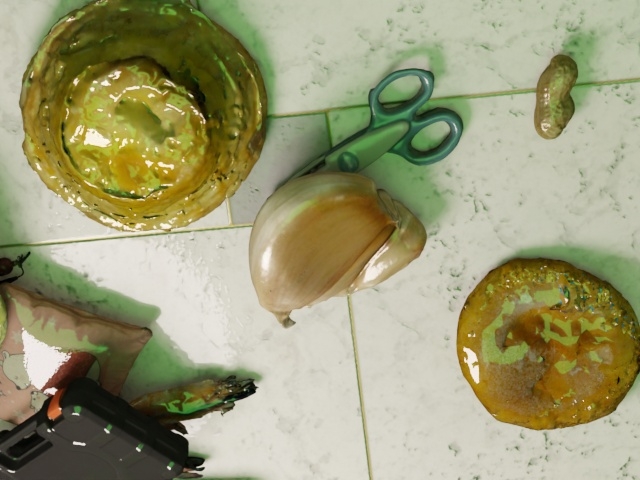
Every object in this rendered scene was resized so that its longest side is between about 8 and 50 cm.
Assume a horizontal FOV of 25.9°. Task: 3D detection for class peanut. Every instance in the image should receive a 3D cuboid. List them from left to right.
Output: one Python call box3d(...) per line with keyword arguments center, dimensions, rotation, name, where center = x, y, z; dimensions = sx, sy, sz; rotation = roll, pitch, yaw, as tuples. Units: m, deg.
box3d(center=(0.302, -0.184, 1.787), dimensions=(0.054, 0.054, 0.113), rotation=(7, 111, 1), name="peanut")

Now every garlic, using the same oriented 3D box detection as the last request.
box3d(center=(0.000, 0.000, 1.831), dimensions=(0.228, 0.110, 0.217), rotation=(-40, 135, 9), name="garlic")

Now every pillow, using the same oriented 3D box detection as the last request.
box3d(center=(-0.373, 0.182, 1.949), dimensions=(0.223, 0.084, 0.236), rotation=(19, 118, -10), name="pillow")

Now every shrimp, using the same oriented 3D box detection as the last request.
box3d(center=(-0.182, 0.269, 1.985), dimensions=(0.219, 0.046, 0.152), rotation=(-20, 116, 2), name="shrimp")

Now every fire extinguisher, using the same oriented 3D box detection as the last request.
box3d(center=(-0.447, 0.049, 1.931), dimensions=(0.100, 0.032, 0.046), rotation=(-14, 99, 15), name="fire extinguisher")

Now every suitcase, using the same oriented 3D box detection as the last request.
box3d(center=(-0.343, 0.311, 1.945), dimensions=(0.206, 0.066, 0.285), rotation=(37, 128, -26), name="suitcase")

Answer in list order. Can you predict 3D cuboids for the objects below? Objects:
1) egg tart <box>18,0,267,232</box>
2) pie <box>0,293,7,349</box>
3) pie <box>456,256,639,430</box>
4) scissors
box3d(center=(-0.236, -0.154, 1.792), dimensions=(0.341, 0.129, 0.341), rotation=(2, 111, 5), name="egg tart")
box3d(center=(-0.549, 0.115, 1.835), dimensions=(0.277, 0.078, 0.277), rotation=(-1, 134, -1), name="pie")
box3d(center=(0.313, 0.146, 1.905), dimensions=(0.273, 0.069, 0.273), rotation=(0, 110, -1), name="pie")
box3d(center=(0.045, -0.113, 1.833), dimensions=(0.289, 0.041, 0.138), rotation=(-31, 114, 13), name="scissors")
